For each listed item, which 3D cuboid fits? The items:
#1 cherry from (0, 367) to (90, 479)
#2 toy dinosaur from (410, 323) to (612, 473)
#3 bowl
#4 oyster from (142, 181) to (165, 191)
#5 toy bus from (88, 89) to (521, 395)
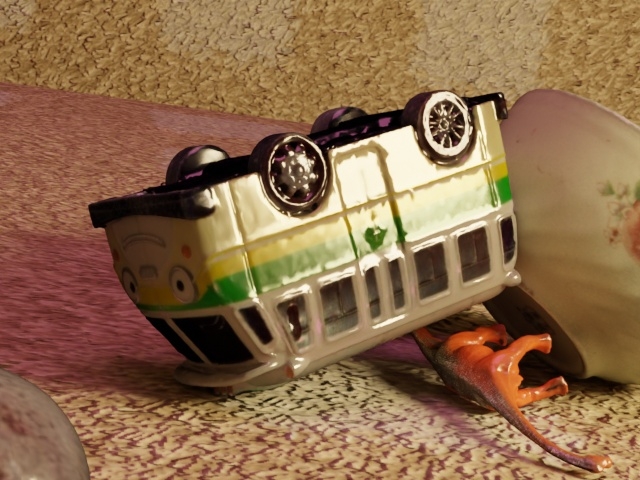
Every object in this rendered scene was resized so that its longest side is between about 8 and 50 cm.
[{"bbox_3d":[-0.183,0.109,0.630,0.115,0.148,0.188,-26,-33,32],"label":"cherry"},{"bbox_3d":[0.139,0.105,1.110,0.101,0.055,0.279,-11,20,-31],"label":"toy dinosaur"},{"bbox_3d":[0.218,0.019,1.221,0.277,0.145,0.277,44,-11,11],"label":"bowl"},{"bbox_3d":[-0.044,0.004,1.464,0.345,0.078,0.129,1,34,-45],"label":"oyster"},{"bbox_3d":[0.000,0.000,1.092,0.305,0.179,0.143,-19,10,-36],"label":"toy bus"}]
